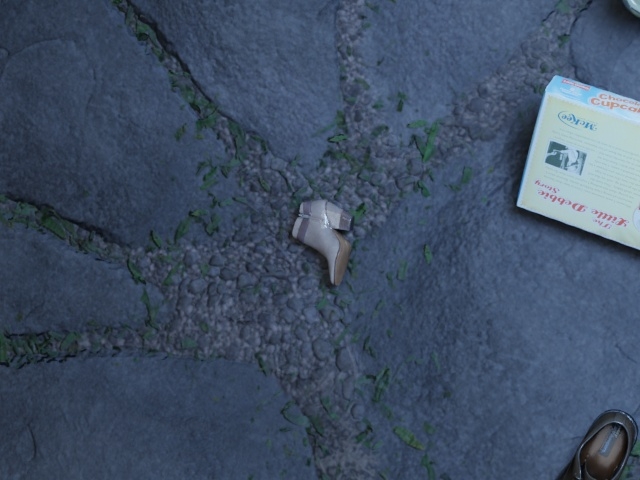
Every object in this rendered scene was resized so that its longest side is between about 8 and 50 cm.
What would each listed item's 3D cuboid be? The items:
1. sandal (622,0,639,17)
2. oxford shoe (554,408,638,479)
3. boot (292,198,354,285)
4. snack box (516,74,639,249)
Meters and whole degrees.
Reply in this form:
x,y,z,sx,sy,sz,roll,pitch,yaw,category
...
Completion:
x,y,z,sx,sy,sz,roll,pitch,yaw,category
0.526,-0.376,1.686,0.303,0.086,0.120,-18,82,1,sandal
0.346,0.328,1.729,0.083,0.096,0.227,22,91,15,oxford shoe
0.000,0.000,1.897,0.087,0.042,0.118,11,85,23,boot
0.432,-0.079,1.722,0.322,0.060,0.187,21,127,17,snack box
